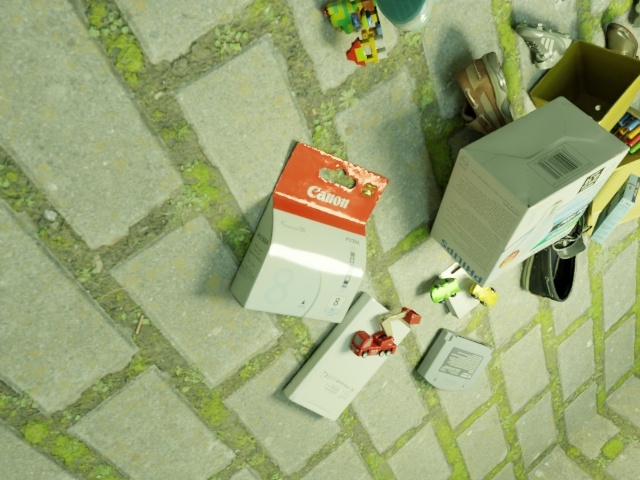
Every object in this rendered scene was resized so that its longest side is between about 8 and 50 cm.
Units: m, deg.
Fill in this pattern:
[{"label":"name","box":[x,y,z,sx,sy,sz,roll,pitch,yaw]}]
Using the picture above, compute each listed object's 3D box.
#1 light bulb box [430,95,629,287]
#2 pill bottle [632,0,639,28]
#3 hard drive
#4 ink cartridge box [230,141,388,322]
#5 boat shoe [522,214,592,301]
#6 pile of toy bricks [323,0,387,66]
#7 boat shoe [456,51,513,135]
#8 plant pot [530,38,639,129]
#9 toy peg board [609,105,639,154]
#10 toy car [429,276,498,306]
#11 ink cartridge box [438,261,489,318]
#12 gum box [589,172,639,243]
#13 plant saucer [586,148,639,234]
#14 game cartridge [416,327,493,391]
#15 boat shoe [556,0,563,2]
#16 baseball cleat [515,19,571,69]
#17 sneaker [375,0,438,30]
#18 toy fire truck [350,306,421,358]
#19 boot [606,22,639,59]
[{"label":"light bulb box","box":[0.517,-0.117,1.456,0.358,0.225,0.361,-28,152,-20]},{"label":"pill bottle","box":[0.973,-0.694,1.614,0.108,0.108,0.180,-2,116,-35]},{"label":"hard drive","box":[0.082,0.337,1.601,0.353,0.047,0.233,-50,132,-1]},{"label":"ink cartridge box","box":[0.000,0.000,1.328,0.308,0.091,0.384,16,106,-40]},{"label":"boat shoe","box":[0.781,-0.015,1.828,0.187,0.156,0.499,-17,122,-25]},{"label":"pile of toy bricks","box":[0.059,-0.459,1.122,0.105,0.118,0.212,-12,141,11]},{"label":"boat shoe","box":[0.416,-0.337,1.432,0.117,0.123,0.324,-19,142,15]},{"label":"plant pot","box":[0.746,-0.391,1.572,0.212,0.212,0.187,-49,145,-3]},{"label":"toy peg board","box":[0.946,-0.354,1.759,0.079,0.161,0.161,-45,133,14]},{"label":"toy car","box":[0.416,0.119,1.691,0.225,0.053,0.238,-23,109,-17]},{"label":"ink cartridge box","box":[0.442,0.135,1.760,0.145,0.045,0.179,-36,112,-13]},{"label":"gum box","box":[0.931,-0.100,1.776,0.157,0.041,0.184,-47,162,-40]},{"label":"plant saucer","box":[1.039,-0.192,1.877,0.333,0.080,0.332,-22,141,6]},{"label":"game cartridge","box":[0.455,0.414,1.904,0.297,0.062,0.198,24,104,-41]},{"label":"boat shoe","box":[0.566,-0.629,1.375,0.258,0.089,0.108,-21,125,-25]},{"label":"baseball cleat","box":[0.574,-0.503,1.465,0.206,0.072,0.109,-1,122,-31]},{"label":"sneaker","box":[0.194,-0.492,1.077,0.127,0.318,0.208,-21,151,32]},{"label":"toy fire truck","box":[0.181,0.254,1.561,0.192,0.047,0.135,5,111,-36]},{"label":"boot","box":[0.865,-0.532,1.646,0.219,0.082,0.106,32,91,-44]}]
